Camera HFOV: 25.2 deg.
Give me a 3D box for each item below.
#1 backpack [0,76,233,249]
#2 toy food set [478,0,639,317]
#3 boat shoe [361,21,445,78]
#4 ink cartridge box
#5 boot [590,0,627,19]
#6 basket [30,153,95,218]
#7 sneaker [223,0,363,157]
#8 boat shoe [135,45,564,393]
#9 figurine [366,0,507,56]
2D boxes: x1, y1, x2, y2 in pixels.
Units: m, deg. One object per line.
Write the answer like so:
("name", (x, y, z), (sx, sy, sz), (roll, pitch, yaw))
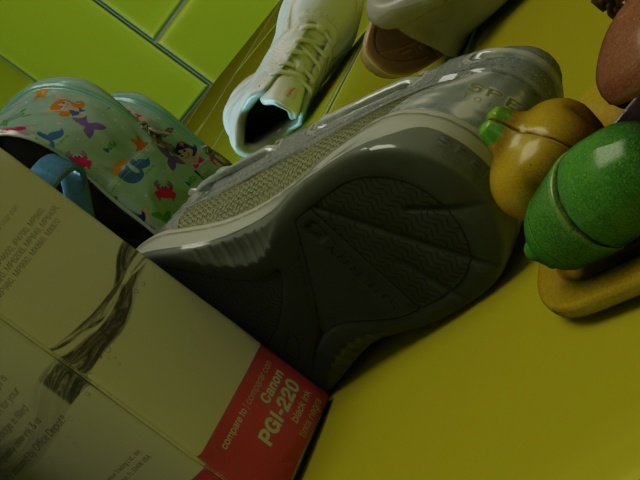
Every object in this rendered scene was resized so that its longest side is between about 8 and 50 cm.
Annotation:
("backpack", (-0.204, -0.023, 1.287), (0.225, 0.253, 0.191), (-45, 14, 45))
("toy food set", (0.116, -0.055, 0.465), (0.128, 0.071, 0.218), (-59, 12, -28))
("boat shoe", (0.080, -0.170, 1.051), (0.170, 0.063, 0.059), (-49, 4, -31))
("ink cartridge box", (-0.131, 0.078, 0.725), (0.158, 0.218, 0.092), (-44, 13, 42))
("boot", (0.161, -0.128, 0.564), (0.084, 0.059, 0.158), (-54, 18, -16))
("basket", (-0.234, 0.099, 1.084), (0.254, 0.201, 0.289), (-59, -19, -24))
("sneaker", (-0.023, -0.177, 1.498), (0.232, 0.090, 0.115), (-60, 14, 21))
("boat shoe", (-0.001, -0.002, 0.724), (0.320, 0.118, 0.103), (-32, 17, 54))
("figurine", (0.141, -0.240, 0.944), (0.209, 0.092, 0.215), (-30, 26, 57))
